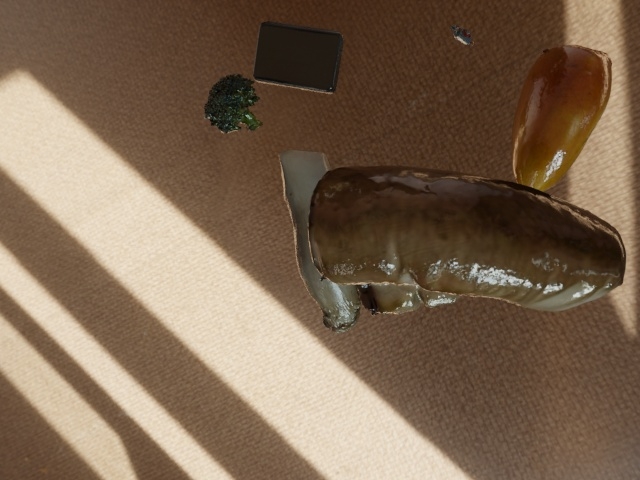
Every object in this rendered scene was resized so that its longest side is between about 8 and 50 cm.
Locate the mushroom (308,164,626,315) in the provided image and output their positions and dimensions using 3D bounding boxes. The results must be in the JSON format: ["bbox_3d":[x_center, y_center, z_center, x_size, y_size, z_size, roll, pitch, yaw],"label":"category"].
[{"bbox_3d":[0.218,-0.018,0.800,0.397,0.313,0.225,-3,67,27],"label":"mushroom"}]

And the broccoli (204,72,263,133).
[{"bbox_3d":[-0.209,-0.329,1.369,0.154,0.160,0.167,-43,37,-1],"label":"broccoli"}]

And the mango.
[{"bbox_3d":[0.416,-0.209,0.991,0.137,0.187,0.257,20,77,-9],"label":"mango"}]

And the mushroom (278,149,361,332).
[{"bbox_3d":[0.000,0.001,1.179,0.125,0.177,0.397,-13,81,-9],"label":"mushroom"}]

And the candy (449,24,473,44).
[{"bbox_3d":[0.298,-0.428,1.147,0.030,0.083,0.020,16,91,43],"label":"candy"}]

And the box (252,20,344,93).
[{"bbox_3d":[-0.059,-0.483,1.454,0.230,0.050,0.160,12,102,9],"label":"box"}]
